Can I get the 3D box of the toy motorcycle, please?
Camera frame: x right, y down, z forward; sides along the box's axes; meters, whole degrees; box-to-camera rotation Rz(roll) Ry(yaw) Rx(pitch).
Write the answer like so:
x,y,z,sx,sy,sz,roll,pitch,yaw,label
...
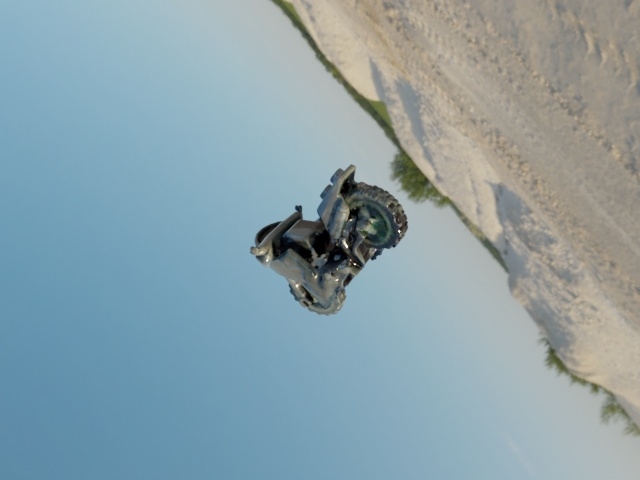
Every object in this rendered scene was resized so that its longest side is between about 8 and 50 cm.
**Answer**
x,y,z,sx,sy,sz,roll,pitch,yaw,label
0.000,0.000,0.755,0.159,0.270,0.106,38,-128,5,toy motorcycle
